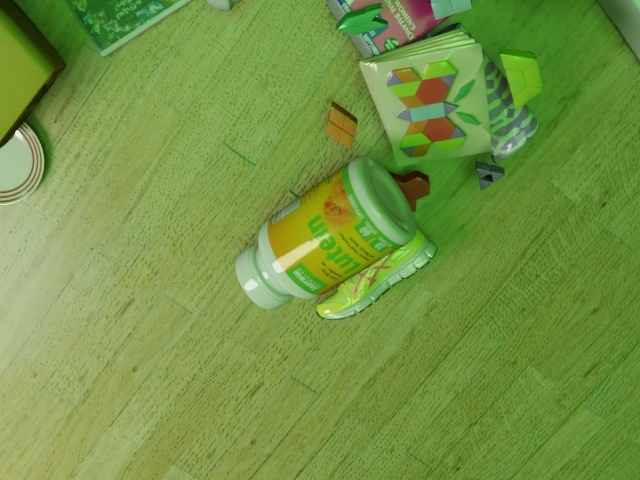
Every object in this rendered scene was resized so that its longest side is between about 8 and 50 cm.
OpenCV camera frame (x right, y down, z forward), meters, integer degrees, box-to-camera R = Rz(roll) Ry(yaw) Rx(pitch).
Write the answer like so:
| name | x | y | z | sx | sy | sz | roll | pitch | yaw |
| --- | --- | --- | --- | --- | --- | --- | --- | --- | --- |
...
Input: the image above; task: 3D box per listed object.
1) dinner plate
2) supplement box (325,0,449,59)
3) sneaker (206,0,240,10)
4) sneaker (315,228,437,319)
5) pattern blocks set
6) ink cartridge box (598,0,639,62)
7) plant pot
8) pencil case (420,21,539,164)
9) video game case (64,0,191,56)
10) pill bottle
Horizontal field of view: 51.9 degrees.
| name | x | y | z | sx | sy | sz | roll | pitch | yaw |
| --- | --- | --- | --- | --- | --- | --- | --- | --- | --- |
| dinner plate | -0.470 | -0.121 | 0.951 | 0.141 | 0.017 | 0.141 | -1 | 106 | -4 |
| supplement box | 0.131 | -0.342 | 0.873 | 0.220 | 0.114 | 0.111 | -37 | 105 | 6 |
| sneaker | -0.009 | -0.444 | 0.820 | 0.210 | 0.137 | 0.365 | 21 | 101 | -6 |
| sneaker | 0.070 | 0.040 | 1.004 | 0.209 | 0.081 | 0.094 | -37 | 97 | 1 |
| pattern blocks set | 0.145 | -0.177 | 0.869 | 0.286 | 0.026 | 0.324 | -20 | 129 | 23 |
| ink cartridge box | 0.513 | -0.366 | 0.896 | 0.219 | 0.092 | 0.160 | -40 | 104 | 7 |
| plant pot | -0.450 | -0.221 | 0.826 | 0.187 | 0.212 | 0.212 | 38 | 94 | -22 |
| pencil case | 0.219 | -0.210 | 0.929 | 0.088 | 0.086 | 0.206 | -44 | 104 | 5 |
| video game case | -0.267 | -0.374 | 0.888 | 0.190 | 0.022 | 0.173 | -31 | 105 | 5 |
| pill bottle | 0.000 | 0.000 | 0.933 | 0.246 | 0.136 | 0.136 | -33 | 106 | 25 |
